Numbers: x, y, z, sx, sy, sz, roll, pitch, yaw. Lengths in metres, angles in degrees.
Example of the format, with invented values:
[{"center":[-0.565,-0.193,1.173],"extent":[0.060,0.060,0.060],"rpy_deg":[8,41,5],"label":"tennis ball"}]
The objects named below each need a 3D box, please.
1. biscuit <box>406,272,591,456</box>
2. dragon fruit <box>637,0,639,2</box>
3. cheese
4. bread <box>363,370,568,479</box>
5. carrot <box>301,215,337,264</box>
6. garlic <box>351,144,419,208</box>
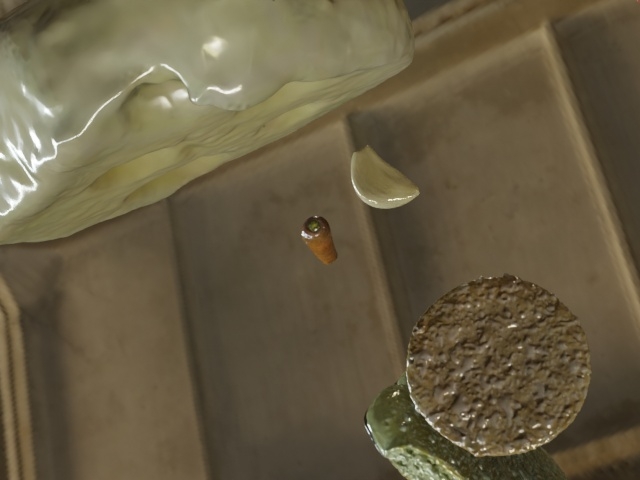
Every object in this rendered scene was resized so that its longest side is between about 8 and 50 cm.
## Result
[{"center":[0.113,0.079,0.778],"extent":[0.120,0.015,0.120],"rpy_deg":[-3,-105,10],"label":"biscuit"},{"center":[0.262,-0.170,0.615],"extent":[0.227,0.224,0.224],"rpy_deg":[7,-132,-11],"label":"dragon fruit"},{"center":[-0.100,-0.099,0.777],"extent":[0.326,0.115,0.318],"rpy_deg":[-26,179,1],"label":"cheese"},{"center":[0.165,0.216,1.219],"extent":[0.056,0.286,0.207],"rpy_deg":[-44,-163,25],"label":"bread"},{"center":[0.000,0.000,1.294],"extent":[0.032,0.093,0.032],"rpy_deg":[-4,-111,10],"label":"carrot"},{"center":[0.063,-0.064,1.340],"extent":[0.053,0.083,0.041],"rpy_deg":[-45,-179,21],"label":"garlic"}]
